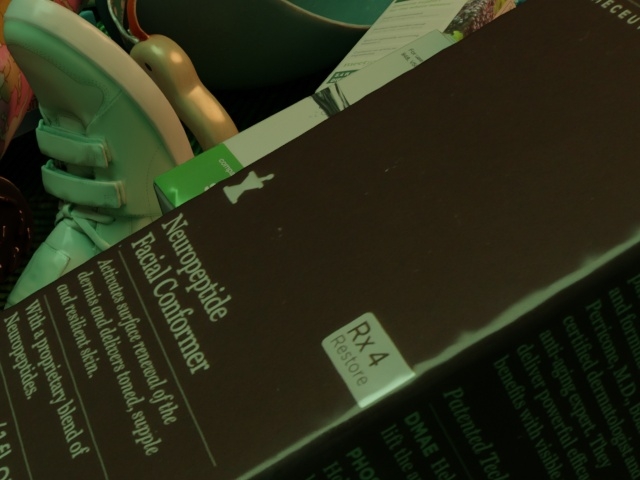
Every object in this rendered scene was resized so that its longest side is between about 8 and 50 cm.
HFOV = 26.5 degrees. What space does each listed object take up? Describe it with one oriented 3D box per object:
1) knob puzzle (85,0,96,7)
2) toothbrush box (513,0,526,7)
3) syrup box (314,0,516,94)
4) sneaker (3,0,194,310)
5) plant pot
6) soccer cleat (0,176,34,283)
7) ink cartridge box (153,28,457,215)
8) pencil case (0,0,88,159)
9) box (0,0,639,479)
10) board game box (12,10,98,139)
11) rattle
[{"bbox_3d":[-0.222,-0.288,1.464,0.213,0.030,0.213,-13,35,9],"label":"knob puzzle"},{"bbox_3d":[0.290,-0.119,0.794,0.295,0.216,0.126,1,56,26],"label":"toothbrush box"},{"bbox_3d":[0.101,-0.142,1.038,0.093,0.096,0.237,2,40,36],"label":"syrup box"},{"bbox_3d":[-0.155,-0.021,0.863,0.151,0.256,0.094,-45,37,-23],"label":"sneaker"},{"bbox_3d":[-0.083,-0.240,1.155,0.195,0.290,0.290,-41,17,39],"label":"plant pot"},{"bbox_3d":[-0.362,0.054,1.007,0.318,0.109,0.116,-38,21,-25],"label":"soccer cleat"},{"bbox_3d":[0.017,-0.015,0.845,0.208,0.153,0.087,-30,54,-14],"label":"ink cartridge box"},{"bbox_3d":[-0.264,-0.121,0.918,0.160,0.167,0.386,-17,36,24],"label":"pencil case"},{"bbox_3d":[0.043,0.042,0.579,0.381,0.143,0.191,-30,35,-4],"label":"box"},{"bbox_3d":[-0.391,-0.122,1.193,0.336,0.079,0.254,2,25,38],"label":"board game box"},{"bbox_3d":[-0.144,-0.082,0.986,0.142,0.200,0.130,-30,36,-16],"label":"rattle"}]
